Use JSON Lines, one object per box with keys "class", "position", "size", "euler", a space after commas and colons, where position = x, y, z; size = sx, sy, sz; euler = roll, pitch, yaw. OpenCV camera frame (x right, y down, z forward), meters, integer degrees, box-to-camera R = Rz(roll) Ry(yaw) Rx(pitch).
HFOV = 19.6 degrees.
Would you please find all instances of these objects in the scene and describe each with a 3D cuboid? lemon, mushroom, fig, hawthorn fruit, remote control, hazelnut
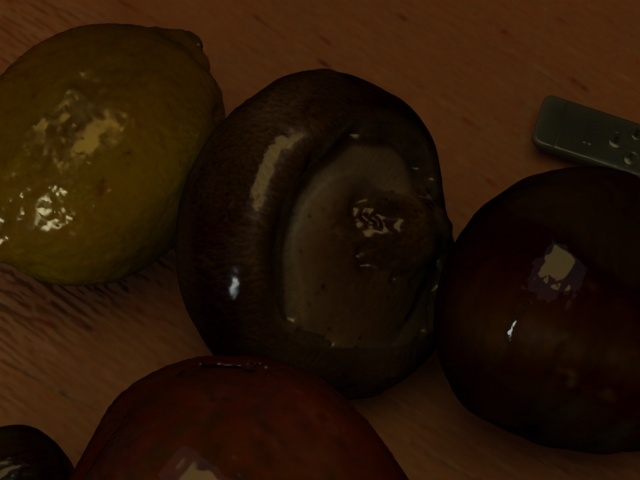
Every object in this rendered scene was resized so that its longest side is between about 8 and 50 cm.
{"class": "lemon", "position": [-0.172, -0.068, 1.428], "size": [0.188, 0.188, 0.257], "euler": [38, 68, 15]}
{"class": "mushroom", "position": [0.000, 0.000, 1.391], "size": [0.253, 0.153, 0.253], "euler": [-3, 94, -38]}
{"class": "fig", "position": [-0.247, 0.204, 1.351], "size": [0.154, 0.103, 0.109], "euler": [-30, 92, 0]}
{"class": "hawthorn fruit", "position": [-0.031, 0.235, 1.254], "size": [0.307, 0.276, 0.276], "euler": [31, 68, 15]}
{"class": "remote control", "position": [0.265, -0.069, 1.530], "size": [0.184, 0.027, 0.050], "euler": [18, 68, 2]}
{"class": "hazelnut", "position": [0.192, 0.054, 1.370], "size": [0.251, 0.217, 0.217], "euler": [8, 57, -42]}
